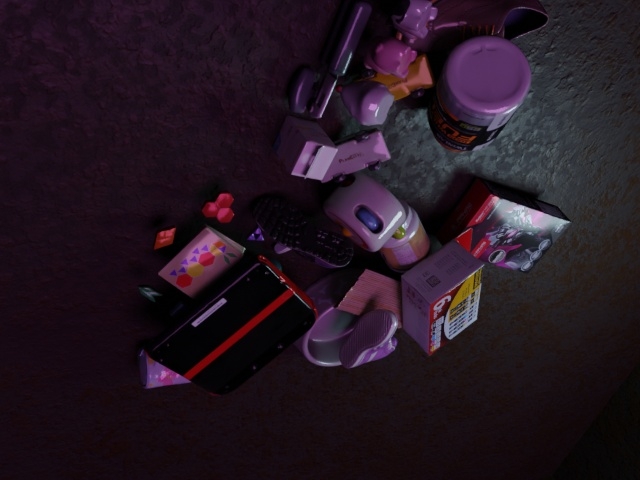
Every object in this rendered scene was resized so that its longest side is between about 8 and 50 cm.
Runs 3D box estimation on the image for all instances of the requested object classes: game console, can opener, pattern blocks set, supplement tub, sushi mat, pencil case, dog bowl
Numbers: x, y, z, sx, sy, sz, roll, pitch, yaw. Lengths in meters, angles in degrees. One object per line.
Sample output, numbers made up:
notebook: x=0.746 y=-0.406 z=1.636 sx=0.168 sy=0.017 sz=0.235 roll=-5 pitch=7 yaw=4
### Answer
game console: x=-0.219 y=0.235 z=1.783 sx=0.386 sy=0.060 sz=0.342 roll=-40 pitch=135 yaw=3
can opener: x=0.013 y=-0.401 z=1.485 sx=0.095 sy=0.076 sz=0.283 roll=3 pitch=125 yaw=-34
pattern blocks set: x=-0.288 y=0.052 z=1.662 sx=0.325 sy=0.026 sz=0.285 roll=-37 pitch=126 yaw=1
supplement tub: x=0.360 y=-0.329 z=1.594 sx=0.193 sy=0.193 sz=0.316 roll=-29 pitch=170 yaw=-5
sushi mat: x=0.186 y=0.177 z=2.006 sx=0.316 sy=0.019 sz=0.151 roll=22 pitch=110 yaw=-43
supplement tub: x=0.221 y=-0.015 z=1.907 sx=0.144 sy=0.144 sz=0.200 roll=-34 pitch=137 yaw=1
pencil case: x=-0.372 y=0.337 z=1.898 sx=0.273 sy=0.113 sz=0.124 roll=-5 pitch=112 yaw=-28
dog bowl: x=0.068 y=0.249 z=2.089 sx=0.348 sy=0.102 sz=0.349 roll=-16 pitch=135 yaw=-17

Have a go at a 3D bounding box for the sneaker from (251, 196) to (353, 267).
sneaker: x=-0.063 y=-0.004 z=1.749 sx=0.283 sy=0.124 sz=0.107 roll=32 pitch=69 yaw=-11

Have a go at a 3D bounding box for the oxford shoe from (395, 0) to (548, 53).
oxford shoe: x=0.350 y=-0.498 z=1.551 sx=0.363 sy=0.133 sz=0.130 roll=-20 pitch=136 yaw=-10

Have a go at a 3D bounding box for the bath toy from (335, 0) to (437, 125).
bath toy: x=0.146 y=-0.415 z=1.446 sx=0.348 sy=0.129 sz=0.151 roll=-63 pitch=160 yaw=6

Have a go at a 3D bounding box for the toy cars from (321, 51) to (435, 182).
toy cars: x=0.120 y=-0.298 z=1.631 sx=0.176 sy=0.087 sz=0.394 roll=25 pitch=119 yaw=-11

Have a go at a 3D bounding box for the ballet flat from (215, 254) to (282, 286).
ballet flat: x=-0.226 y=0.083 z=1.779 sx=0.247 sy=0.083 sz=0.087 roll=6 pitch=124 yaw=-27

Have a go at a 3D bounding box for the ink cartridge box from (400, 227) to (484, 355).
ink cartridge box: x=0.381 y=0.152 z=1.996 sx=0.272 sy=0.130 sz=0.309 roll=-34 pitch=147 yaw=-16

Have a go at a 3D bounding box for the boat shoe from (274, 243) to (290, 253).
boat shoe: x=-0.079 y=0.007 z=1.835 sx=0.100 sy=0.035 sz=0.035 roll=-31 pitch=165 yaw=-8

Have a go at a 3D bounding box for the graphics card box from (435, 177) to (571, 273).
graphics card box: x=0.570 y=-0.037 z=2.102 sx=0.371 sy=0.094 sz=0.233 roll=14 pitch=122 yaw=-32

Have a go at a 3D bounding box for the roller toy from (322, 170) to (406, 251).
roller toy: x=0.106 y=-0.071 z=1.737 sx=0.146 sy=0.209 sz=0.191 roll=-48 pitch=148 yaw=-7

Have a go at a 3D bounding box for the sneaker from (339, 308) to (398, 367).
sneaker: x=0.182 y=0.281 z=2.026 sx=0.161 sy=0.102 sz=0.282 roll=-4 pitch=150 yaw=-33

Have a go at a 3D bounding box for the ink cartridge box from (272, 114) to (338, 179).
ink cartridge box: x=-0.034 y=-0.211 z=1.578 sx=0.090 sy=0.143 sz=0.092 roll=7 pitch=125 yaw=-35
